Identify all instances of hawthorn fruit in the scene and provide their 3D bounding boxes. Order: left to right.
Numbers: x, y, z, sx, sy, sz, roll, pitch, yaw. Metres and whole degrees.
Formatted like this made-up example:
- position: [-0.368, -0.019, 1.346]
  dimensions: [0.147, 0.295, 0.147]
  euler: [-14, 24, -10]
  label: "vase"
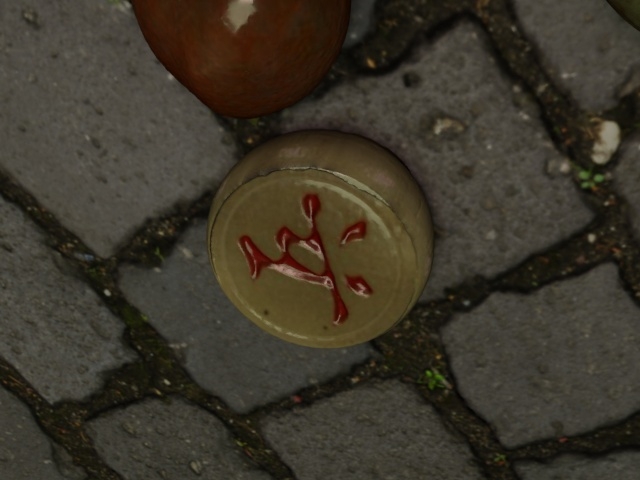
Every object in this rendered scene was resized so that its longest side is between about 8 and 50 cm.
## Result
- position: [-0.072, -0.196, 0.744]
  dimensions: [0.200, 0.199, 0.251]
  euler: [11, 141, 6]
  label: "hawthorn fruit"

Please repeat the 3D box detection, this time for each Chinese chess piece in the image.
- position: [0.000, 0.000, 0.897]
  dimensions: [0.250, 0.103, 0.249]
  euler: [7, 123, 11]
  label: "Chinese chess piece"

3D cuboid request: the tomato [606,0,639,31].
- position: [0.315, -0.252, 0.575]
  dimensions: [0.270, 0.222, 0.270]
  euler: [8, 123, 12]
  label: "tomato"
